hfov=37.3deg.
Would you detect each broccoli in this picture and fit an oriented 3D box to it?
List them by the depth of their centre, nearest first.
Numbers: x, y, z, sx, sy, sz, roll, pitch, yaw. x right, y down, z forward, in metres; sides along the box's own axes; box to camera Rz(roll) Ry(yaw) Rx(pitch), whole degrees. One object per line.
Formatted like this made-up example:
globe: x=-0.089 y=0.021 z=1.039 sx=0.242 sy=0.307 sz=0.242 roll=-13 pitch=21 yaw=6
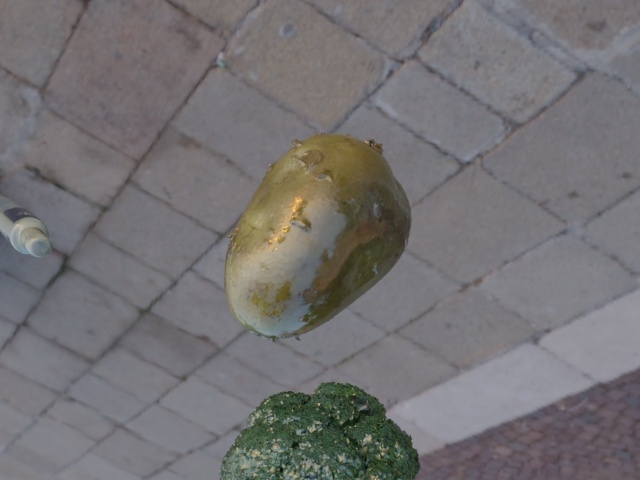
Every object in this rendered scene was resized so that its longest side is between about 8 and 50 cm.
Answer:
broccoli: x=0.015 y=0.281 z=1.035 sx=0.270 sy=0.270 sz=0.270 roll=38 pitch=141 yaw=-24

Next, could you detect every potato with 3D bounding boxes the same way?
potato: x=-0.012 y=-0.010 z=1.502 sx=0.219 sy=0.359 sz=0.269 roll=10 pitch=136 yaw=47

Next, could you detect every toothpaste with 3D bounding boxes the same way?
toothpaste: x=-0.316 y=-0.024 z=0.966 sx=0.062 sy=0.037 sz=0.216 roll=43 pitch=171 yaw=-35
